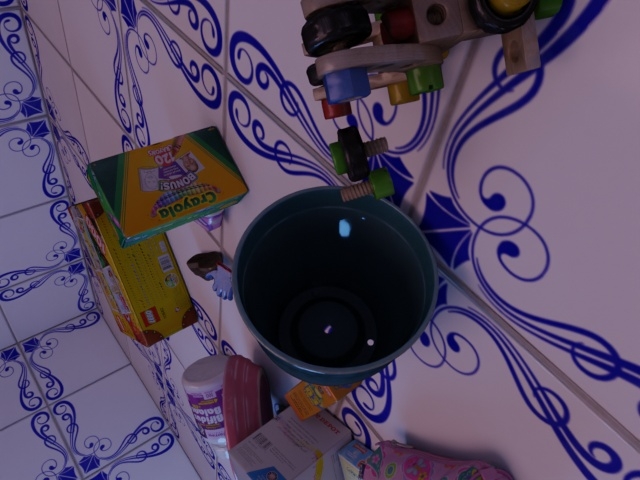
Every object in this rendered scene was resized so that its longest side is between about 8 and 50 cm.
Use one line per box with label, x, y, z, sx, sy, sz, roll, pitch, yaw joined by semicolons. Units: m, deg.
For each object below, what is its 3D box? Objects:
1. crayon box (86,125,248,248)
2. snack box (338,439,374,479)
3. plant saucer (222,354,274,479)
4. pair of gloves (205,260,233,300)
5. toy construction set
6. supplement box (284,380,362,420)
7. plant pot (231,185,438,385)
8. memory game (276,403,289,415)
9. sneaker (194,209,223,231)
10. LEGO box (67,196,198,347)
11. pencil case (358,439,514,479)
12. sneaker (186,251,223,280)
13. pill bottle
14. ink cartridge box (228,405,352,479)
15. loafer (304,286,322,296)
crayon box;-0.313;-0.115;1.100;0.165;0.278;0.081;62;150;3
snack box;0.171;0.561;1.072;0.322;0.060;0.187;16;124;51
plant saucer;-0.177;0.461;1.379;0.332;0.084;0.332;-8;-90;-89
pair of gloves;-0.212;0.133;1.326;0.198;0.023;0.159;35;146;12
toy construction set;0.090;-0.242;0.544;0.257;0.237;0.309;67;-173;-74
supplement box;0.001;0.317;1.136;0.078;0.080;0.233;54;145;13
plant pot;0.014;0.100;0.803;0.272;0.271;0.255;51;160;21
memory game;-0.063;0.531;1.447;0.186;0.012;0.186;35;138;39
sneaker;-0.312;-0.105;1.295;0.236;0.095;0.104;43;150;30
LEGO box;-0.654;0.079;1.832;0.372;0.193;0.500;0;111;56
pencil case;0.186;0.411;0.887;0.284;0.124;0.124;-21;94;60
sneaker;-0.300;0.075;1.444;0.071;0.066;0.188;54;156;-23
pill bottle;-0.316;0.529;1.674;0.169;0.169;0.302;12;122;53
ink cartridge box;-0.056;0.515;1.212;0.171;0.232;0.168;25;134;46
loafer;-0.049;0.106;1.057;0.076;0.078;0.223;61;149;7
